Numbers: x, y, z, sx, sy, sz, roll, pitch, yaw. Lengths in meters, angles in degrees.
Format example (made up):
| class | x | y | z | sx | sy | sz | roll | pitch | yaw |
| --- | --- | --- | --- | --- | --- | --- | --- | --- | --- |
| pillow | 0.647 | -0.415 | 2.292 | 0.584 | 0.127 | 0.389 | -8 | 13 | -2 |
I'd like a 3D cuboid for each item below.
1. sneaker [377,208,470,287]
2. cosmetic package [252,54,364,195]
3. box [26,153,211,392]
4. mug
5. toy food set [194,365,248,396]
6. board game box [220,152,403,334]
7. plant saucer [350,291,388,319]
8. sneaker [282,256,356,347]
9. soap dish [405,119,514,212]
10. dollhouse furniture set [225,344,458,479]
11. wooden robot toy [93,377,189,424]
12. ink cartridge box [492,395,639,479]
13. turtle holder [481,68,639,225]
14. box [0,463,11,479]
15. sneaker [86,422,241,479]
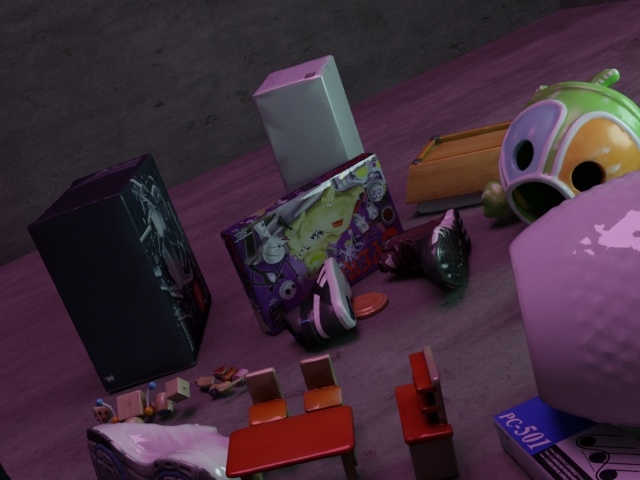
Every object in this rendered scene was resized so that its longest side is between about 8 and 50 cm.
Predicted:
| class | x | y | z | sx | sy | sz | roll | pitch | yaw |
| --- | --- | --- | --- | --- | --- | --- | --- | --- | --- |
| sneaker | 0.170 | 0.035 | 1.447 | 0.162 | 0.106 | 0.281 | -20 | 7 | 19 |
| cosmetic package | 0.005 | -0.171 | 1.731 | 0.156 | 0.385 | 0.217 | -16 | 18 | 13 |
| box | -0.360 | 0.051 | 1.568 | 0.178 | 0.343 | 0.312 | -18 | 19 | 6 |
| mug | 0.379 | 0.064 | 0.869 | 0.328 | 0.276 | 0.374 | -11 | -15 | 12 |
| toy food set | -0.155 | 0.230 | 1.352 | 0.078 | 0.019 | 0.122 | -28 | 11 | -21 |
| board game box | 0.000 | 0.000 | 1.534 | 0.346 | 0.208 | 0.056 | -32 | 24 | -28 |
| plant saucer | 0.077 | 0.112 | 1.439 | 0.083 | 0.013 | 0.083 | -19 | 19 | 7 |
| sneaker | -0.012 | 0.107 | 1.425 | 0.121 | 0.079 | 0.217 | -29 | 19 | 8 |
| soap dish | 0.340 | -0.168 | 1.785 | 0.290 | 0.118 | 0.229 | -9 | 21 | 28 |
| dollhouse furniture set | 0.017 | 0.220 | 0.949 | 0.259 | 0.135 | 0.262 | -14 | 25 | 4 |
| wooden robot toy | -0.283 | 0.282 | 1.305 | 0.173 | 0.076 | 0.079 | -18 | 53 | 8 |
| ink cartridge box | 0.268 | 0.225 | 0.852 | 0.097 | 0.046 | 0.207 | -23 | 18 | -8 |
| turtle holder | 0.407 | -0.140 | 1.445 | 0.320 | 0.243 | 0.227 | 12 | 53 | 44 |
| box | -0.472 | 0.281 | 0.819 | 0.297 | 0.472 | 0.480 | -29 | 19 | -24 |
| sneaker | -0.205 | 0.298 | 1.112 | 0.297 | 0.111 | 0.129 | 4 | 17 | 39 |
